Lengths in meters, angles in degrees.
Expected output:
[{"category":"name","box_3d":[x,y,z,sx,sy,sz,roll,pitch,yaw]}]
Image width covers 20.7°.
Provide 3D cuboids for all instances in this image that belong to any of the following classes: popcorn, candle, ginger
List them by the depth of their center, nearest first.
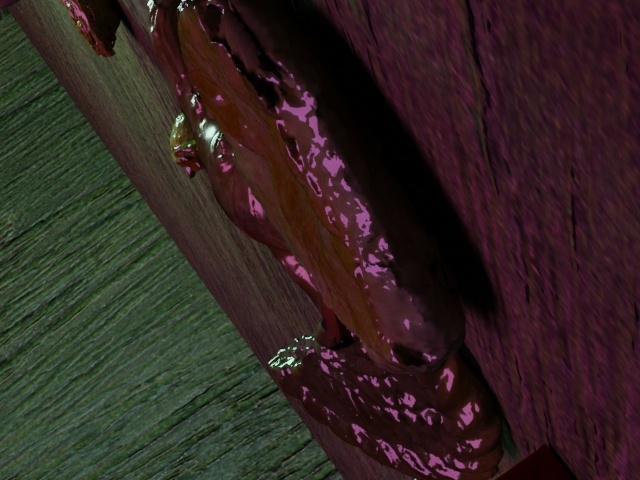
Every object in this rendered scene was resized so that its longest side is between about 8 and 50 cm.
[{"category":"candle","box_3d":[-0.001,0.000,1.266,0.026,0.021,0.167,122,141,-59]},{"category":"ginger","box_3d":[-0.055,-0.066,1.396,0.334,0.081,0.148,54,-172,25]},{"category":"popcorn","box_3d":[-0.121,-0.097,1.753,0.068,0.059,0.083,59,164,-20]}]

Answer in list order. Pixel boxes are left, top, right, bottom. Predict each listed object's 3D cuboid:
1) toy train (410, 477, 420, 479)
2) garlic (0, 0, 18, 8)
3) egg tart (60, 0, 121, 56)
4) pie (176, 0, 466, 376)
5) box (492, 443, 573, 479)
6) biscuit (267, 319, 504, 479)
[{"category":"toy train","box_3d":[0.082,0.192,1.759,0.071,0.038,0.148,53,173,46]},{"category":"garlic","box_3d":[-0.150,-0.220,0.985,0.212,0.218,0.218,22,160,20]},{"category":"egg tart","box_3d":[-0.263,-0.266,1.968,0.130,0.052,0.130,57,174,10]},{"category":"pie","box_3d":[-0.004,-0.050,1.119,0.306,0.071,0.306,56,170,15]},{"category":"box","box_3d":[0.112,0.231,1.165,0.112,0.175,0.048,52,173,22]},{"category":"biscuit","box_3d":[0.059,0.123,1.349,0.187,0.036,0.273,41,156,1]}]
